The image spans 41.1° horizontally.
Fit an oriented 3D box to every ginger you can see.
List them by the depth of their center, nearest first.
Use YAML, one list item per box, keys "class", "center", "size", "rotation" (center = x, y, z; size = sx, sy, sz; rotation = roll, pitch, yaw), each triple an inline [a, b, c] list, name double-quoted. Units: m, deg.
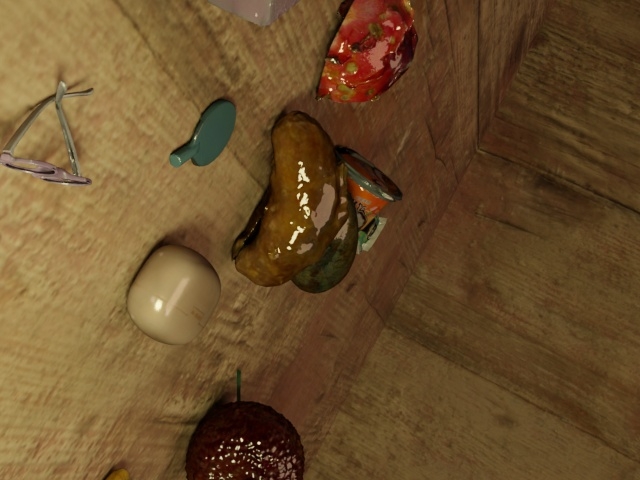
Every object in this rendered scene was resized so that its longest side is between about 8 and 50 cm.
- class: "ginger"
  center: [-0.040, -0.064, 1.504]
  size: [0.165, 0.172, 0.321]
  rotation: [-126, -128, -62]

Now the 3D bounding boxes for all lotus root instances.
- class: "lotus root"
  center: [0.000, 0.000, 1.709]
  size: [0.160, 0.152, 0.275]
  rotation: [-12, 145, -11]

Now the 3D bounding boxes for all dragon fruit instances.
- class: "dragon fruit"
  center: [0.099, -0.361, 1.528]
  size: [0.274, 0.126, 0.161]
  rotation: [-58, 164, -21]

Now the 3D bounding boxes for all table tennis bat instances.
- class: "table tennis bat"
  center: [-0.165, -0.146, 1.228]
  size: [0.155, 0.019, 0.100]
  rotation: [-48, 159, -47]

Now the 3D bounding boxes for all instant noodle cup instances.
- class: "instant noodle cup"
  center: [0.068, -0.100, 1.815]
  size: [0.125, 0.177, 0.208]
  rotation: [-52, -161, 16]

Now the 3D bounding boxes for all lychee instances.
- class: "lychee"
  center: [-0.159, 0.460, 1.818]
  size: [0.261, 0.260, 0.261]
  rotation: [-55, 163, -27]

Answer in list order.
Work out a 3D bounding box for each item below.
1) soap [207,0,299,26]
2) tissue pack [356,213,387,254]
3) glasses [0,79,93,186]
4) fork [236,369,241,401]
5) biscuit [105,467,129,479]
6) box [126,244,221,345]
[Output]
- class: "soap"
  center: [-0.022, -0.456, 1.037]
  size: [0.296, 0.107, 0.285]
  rotation: [-52, 159, -39]
- class: "tissue pack"
  center: [0.115, -0.029, 2.200]
  size: [0.111, 0.079, 0.085]
  rotation: [-57, 164, -22]
- class: "glasses"
  center: [-0.280, -0.117, 0.892]
  size: [0.140, 0.062, 0.104]
  rotation: [21, 73, -74]
- class: "fork"
  center: [-0.185, 0.368, 1.971]
  size: [0.021, 0.039, 0.235]
  rotation: [-54, 159, -45]
- class: "biscuit"
  center: [-0.387, 0.530, 1.559]
  size: [0.154, 0.045, 0.299]
  rotation: [-52, 161, -31]
- class: "box"
  center: [-0.219, 0.085, 1.294]
  size: [0.146, 0.088, 0.200]
  rotation: [-59, 163, -10]
